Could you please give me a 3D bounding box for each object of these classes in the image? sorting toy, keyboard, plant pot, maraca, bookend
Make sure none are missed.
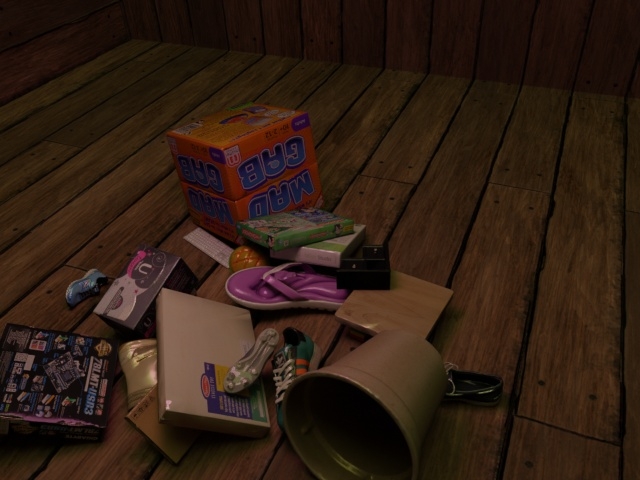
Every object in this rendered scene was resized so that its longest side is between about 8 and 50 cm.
[{"bbox_3d":[0.214,0.211,1.681,0.257,0.089,0.255,19,42,26],"label":"sorting toy"},{"bbox_3d":[-0.374,0.024,2.022,0.256,0.014,0.072,29,47,35],"label":"keyboard"},{"bbox_3d":[0.134,0.365,1.333,0.333,0.334,0.305,21,33,27],"label":"plant pot"},{"bbox_3d":[-0.213,0.092,1.860,0.127,0.099,0.186,-40,72,-10],"label":"maraca"},{"bbox_3d":[0.128,0.069,1.738,0.156,0.072,0.157,0,37,4],"label":"bookend"}]

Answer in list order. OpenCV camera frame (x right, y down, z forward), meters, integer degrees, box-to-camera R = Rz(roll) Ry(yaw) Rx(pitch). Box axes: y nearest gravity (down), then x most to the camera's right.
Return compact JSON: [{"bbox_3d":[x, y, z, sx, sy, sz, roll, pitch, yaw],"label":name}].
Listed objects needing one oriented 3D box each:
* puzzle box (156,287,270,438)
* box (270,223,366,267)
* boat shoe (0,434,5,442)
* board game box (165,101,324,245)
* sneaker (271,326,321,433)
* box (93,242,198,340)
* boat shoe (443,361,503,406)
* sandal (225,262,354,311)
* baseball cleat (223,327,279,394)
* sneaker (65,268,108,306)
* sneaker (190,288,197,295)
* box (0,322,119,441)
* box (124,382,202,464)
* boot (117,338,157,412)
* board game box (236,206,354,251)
[{"bbox_3d":[-0.286,0.305,1.498,0.272,0.052,0.409,20,30,-28],"label":"puzzle box"},{"bbox_3d":[0.000,0.000,1.911,0.232,0.059,0.322,8,18,17],"label":"box"},{"bbox_3d":[-0.827,0.461,1.412,0.091,0.114,0.302,10,27,15],"label":"boat shoe"},{"bbox_3d":[-0.256,-0.244,2.035,0.356,0.357,0.356,-30,34,-32],"label":"board game box"},{"bbox_3d":[-0.080,0.344,1.474,0.108,0.121,0.302,-35,22,24],"label":"sneaker"},{"bbox_3d":[-0.504,0.157,1.692,0.163,0.142,0.247,17,61,24],"label":"box"},{"bbox_3d":[0.333,0.364,1.482,0.254,0.079,0.095,7,39,13],"label":"boat shoe"},{"bbox_3d":[-0.075,0.123,1.752,0.416,0.102,0.169,4,39,-10],"label":"sandal"},{"bbox_3d":[-0.170,0.318,1.475,0.072,0.109,0.206,34,55,14],"label":"baseball cleat"},{"bbox_3d":[-0.737,0.150,1.841,0.073,0.063,0.162,16,41,18],"label":"sneaker"},{"bbox_3d":[-0.471,0.135,1.848,0.094,0.080,0.212,-37,42,-20],"label":"sneaker"},{"bbox_3d":[-0.680,0.356,1.478,0.293,0.073,0.296,14,34,-21],"label":"box"},{"bbox_3d":[-0.350,0.415,1.426,0.164,0.021,0.201,45,44,-4],"label":"box"},{"bbox_3d":[-0.388,0.349,1.538,0.261,0.095,0.203,-3,44,-25],"label":"boot"},{"bbox_3d":[-0.080,-0.043,1.866,0.317,0.046,0.213,-13,24,-39],"label":"board game box"}]
